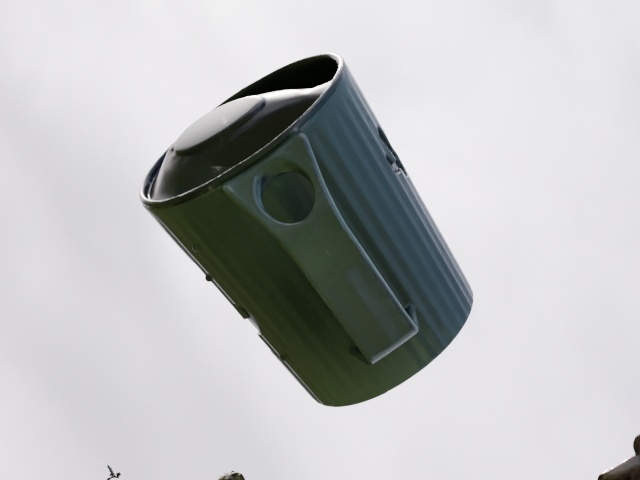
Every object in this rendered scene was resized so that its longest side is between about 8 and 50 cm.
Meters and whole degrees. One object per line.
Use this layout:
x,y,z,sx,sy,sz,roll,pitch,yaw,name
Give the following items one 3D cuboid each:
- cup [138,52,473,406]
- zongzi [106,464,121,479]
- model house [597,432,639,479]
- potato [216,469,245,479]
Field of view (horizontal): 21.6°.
-0.020,0.008,2.133,0.310,0.401,0.392,-25,-69,27,cup
-0.254,0.413,1.837,0.241,0.247,0.111,52,-24,-7,zongzi
0.479,0.320,2.000,0.169,0.326,0.244,68,-13,-14,model house
-0.117,0.311,1.991,0.045,0.046,0.092,35,-78,21,potato
